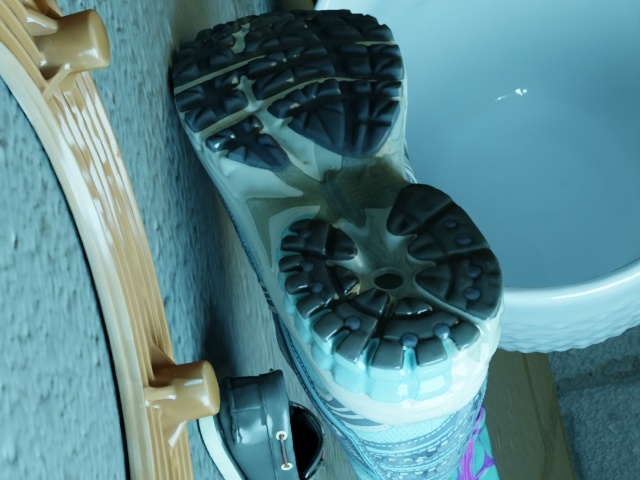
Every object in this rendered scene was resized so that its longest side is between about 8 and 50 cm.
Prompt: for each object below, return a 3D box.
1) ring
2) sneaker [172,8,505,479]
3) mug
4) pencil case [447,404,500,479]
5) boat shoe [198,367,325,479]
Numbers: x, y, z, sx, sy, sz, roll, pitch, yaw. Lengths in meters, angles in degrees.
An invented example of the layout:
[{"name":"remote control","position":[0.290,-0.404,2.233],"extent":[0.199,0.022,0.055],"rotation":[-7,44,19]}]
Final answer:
[{"name":"ring","position":[-0.080,0.038,0.597],"extent":[0.336,0.032,0.336],"rotation":[-13,90,-82]},{"name":"sneaker","position":[0.000,0.000,0.895],"extent":[0.283,0.110,0.122],"rotation":[-109,-168,-48]},{"name":"mug","position":[0.110,-0.096,1.318],"extent":[0.374,0.276,0.328],"rotation":[48,-3,14]},{"name":"pencil case","position":[0.103,0.188,1.384],"extent":[0.070,0.064,0.151],"rotation":[-145,-144,-66]},{"name":"boat shoe","position":[-0.017,0.098,0.869],"extent":[0.133,0.042,0.049],"rotation":[65,12,-58]}]
